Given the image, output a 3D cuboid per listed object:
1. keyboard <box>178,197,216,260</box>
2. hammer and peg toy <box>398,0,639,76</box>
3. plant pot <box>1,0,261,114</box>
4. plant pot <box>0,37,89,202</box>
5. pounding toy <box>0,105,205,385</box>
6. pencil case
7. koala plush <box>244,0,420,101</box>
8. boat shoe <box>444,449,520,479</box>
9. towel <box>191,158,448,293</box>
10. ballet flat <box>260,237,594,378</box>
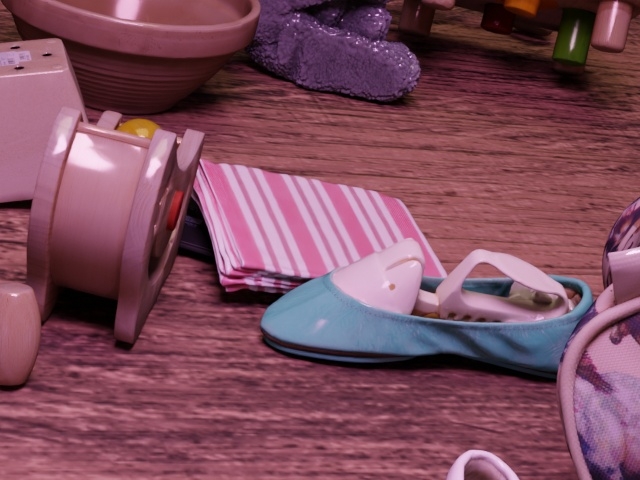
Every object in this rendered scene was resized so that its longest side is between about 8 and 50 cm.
[{"bbox_3d":[-0.108,-0.020,1.297,0.180,0.023,0.108,18,30,8],"label":"keyboard"},{"bbox_3d":[0.200,-0.270,1.840,0.265,0.127,0.361,13,-3,-5],"label":"hammer and peg toy"},{"bbox_3d":[-0.179,-0.186,1.520,0.237,0.110,0.237,10,24,-4],"label":"plant pot"},{"bbox_3d":[-0.229,-0.097,1.285,0.109,0.096,0.109,-6,28,-11],"label":"plant pot"},{"bbox_3d":[-0.174,-0.028,1.115,0.154,0.154,0.269,14,23,1],"label":"pounding toy"},{"bbox_3d":[0.249,0.054,1.066,0.159,0.184,0.410,-2,10,14],"label":"pencil case"},{"bbox_3d":[0.008,-0.270,1.715,0.203,0.196,0.221,3,27,4],"label":"koala plush"},{"bbox_3d":[0.113,0.202,0.822,0.098,0.096,0.277,2,26,-24],"label":"boat shoe"},{"bbox_3d":[0.000,0.000,1.267,0.197,0.029,0.144,10,32,-26],"label":"towel"},{"bbox_3d":[0.081,0.041,1.175,0.247,0.087,0.083,6,25,-14],"label":"ballet flat"}]
